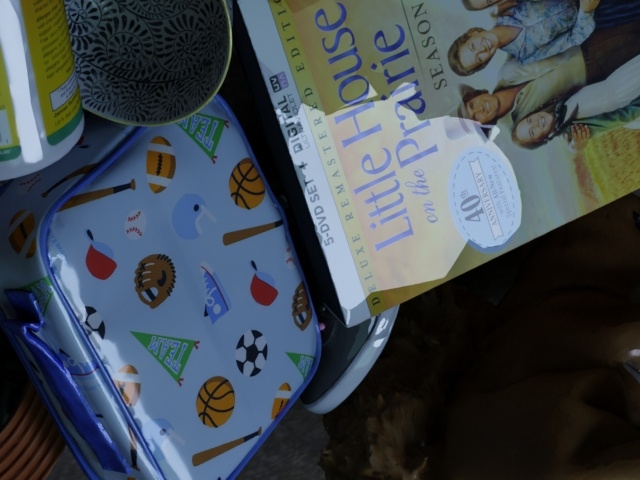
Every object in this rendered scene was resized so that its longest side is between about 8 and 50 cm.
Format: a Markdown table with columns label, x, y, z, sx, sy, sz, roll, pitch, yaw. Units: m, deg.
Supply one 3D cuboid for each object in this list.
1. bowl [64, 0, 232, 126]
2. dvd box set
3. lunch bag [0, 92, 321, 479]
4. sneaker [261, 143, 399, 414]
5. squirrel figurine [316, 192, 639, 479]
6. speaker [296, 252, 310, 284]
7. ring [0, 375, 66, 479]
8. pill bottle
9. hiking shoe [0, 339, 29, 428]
| label | x | y | z | sx | sy | sz | roll | pitch | yaw |
| --- | --- | --- | --- | --- | --- | --- | --- | --- | --- |
| bowl | -0.124 | -0.172 | 1.152 | 0.170 | 0.080 | 0.170 | 12 | 126 | 17 |
| dvd box set | 0.152 | -0.151 | 1.286 | 0.420 | 0.062 | 0.307 | -24 | 118 | -12 |
| lunch bag | -0.131 | 0.040 | 1.247 | 0.243 | 0.115 | 0.303 | -48 | 125 | -36 |
| sneaker | 0.000 | 0.000 | 1.381 | 0.147 | 0.104 | 0.295 | 15 | 107 | -23 |
| squirrel figurine | 0.182 | 0.108 | 1.485 | 0.397 | 0.370 | 0.281 | -3 | 146 | 13 |
| speaker | -0.065 | 0.064 | 1.475 | 0.136 | 0.055 | 0.055 | -42 | 139 | 14 |
| ring | -0.272 | 0.055 | 1.176 | 0.032 | 0.336 | 0.336 | -1 | 158 | 38 |
| pill bottle | -0.226 | -0.154 | 1.084 | 0.118 | 0.117 | 0.208 | -17 | 124 | -17 |
| hiking shoe | -0.218 | 0.094 | 1.364 | 0.086 | 0.114 | 0.227 | -6 | 135 | -27 |
